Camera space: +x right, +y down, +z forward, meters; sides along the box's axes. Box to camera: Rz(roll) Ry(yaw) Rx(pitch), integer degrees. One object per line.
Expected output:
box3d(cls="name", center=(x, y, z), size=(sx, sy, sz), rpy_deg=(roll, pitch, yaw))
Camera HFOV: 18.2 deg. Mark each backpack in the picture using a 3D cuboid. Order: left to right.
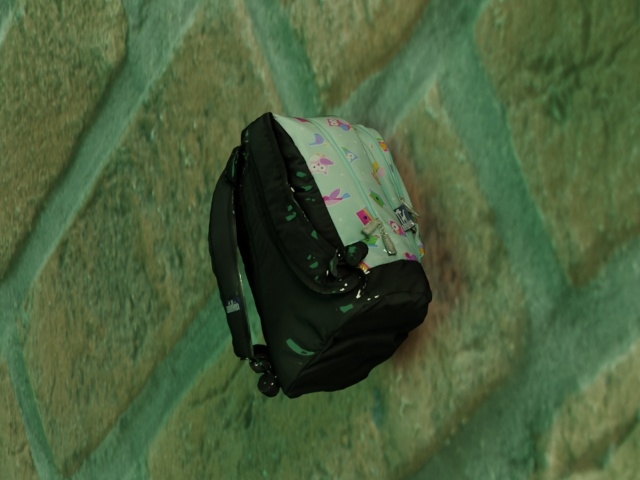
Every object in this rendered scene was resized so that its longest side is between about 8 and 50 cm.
box3d(cls="backpack", center=(0.000, 0.000, 1.371), size=(0.152, 0.115, 0.182), rpy_deg=(-47, 53, 39))
